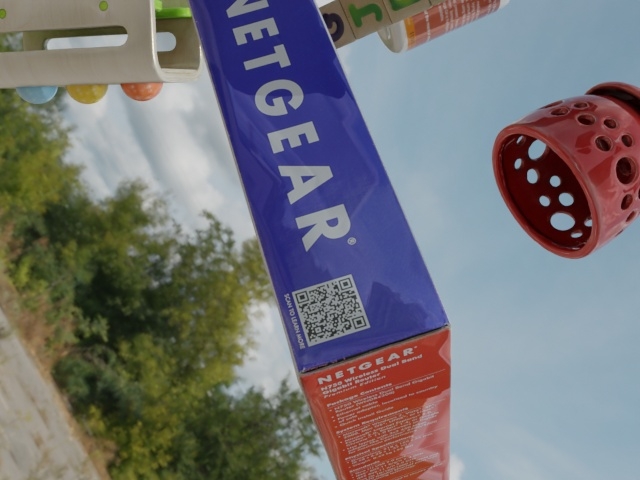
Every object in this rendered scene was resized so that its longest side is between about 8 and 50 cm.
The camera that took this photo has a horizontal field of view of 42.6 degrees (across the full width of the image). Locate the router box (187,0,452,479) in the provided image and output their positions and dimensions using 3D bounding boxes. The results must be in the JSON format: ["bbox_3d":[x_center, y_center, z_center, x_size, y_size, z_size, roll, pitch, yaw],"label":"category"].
[{"bbox_3d":[0.000,0.000,0.606,0.301,0.082,0.335,76,-5,-57],"label":"router box"}]

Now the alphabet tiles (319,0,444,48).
[{"bbox_3d":[-0.001,-0.285,0.688,0.198,0.009,0.237,-15,-72,38],"label":"alphabet tiles"}]

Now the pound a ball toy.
[{"bbox_3d":[-0.259,-0.245,1.056,0.208,0.319,0.135,-27,118,-68],"label":"pound a ball toy"}]

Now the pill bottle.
[{"bbox_3d":[0.170,-0.336,1.061,0.121,0.216,0.121,156,-90,-87],"label":"pill bottle"}]

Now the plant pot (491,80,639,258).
[{"bbox_3d":[0.340,-0.099,1.041,0.191,0.174,0.191,50,-19,24],"label":"plant pot"}]
